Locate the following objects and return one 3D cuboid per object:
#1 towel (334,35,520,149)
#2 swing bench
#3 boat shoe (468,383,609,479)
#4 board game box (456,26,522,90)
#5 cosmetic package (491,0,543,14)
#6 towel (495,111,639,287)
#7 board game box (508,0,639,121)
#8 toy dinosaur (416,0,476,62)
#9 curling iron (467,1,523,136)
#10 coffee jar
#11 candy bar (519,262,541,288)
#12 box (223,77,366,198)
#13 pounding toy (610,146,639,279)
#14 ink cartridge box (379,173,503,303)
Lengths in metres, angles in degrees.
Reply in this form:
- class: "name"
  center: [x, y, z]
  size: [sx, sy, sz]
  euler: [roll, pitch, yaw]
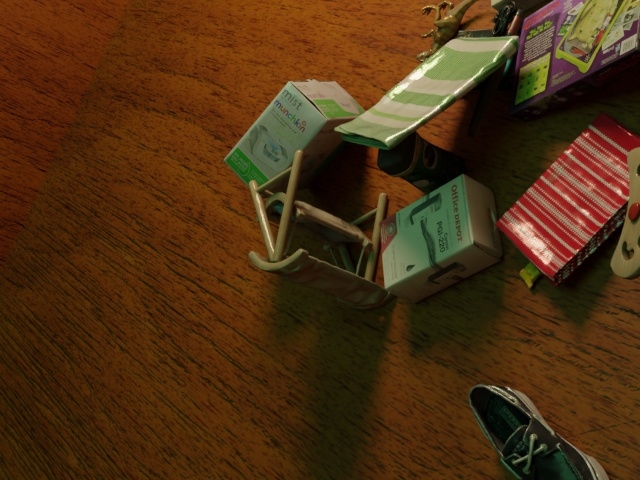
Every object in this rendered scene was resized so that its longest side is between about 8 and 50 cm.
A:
- class: "towel"
  center: [0.197, -0.281, 1.902]
  size: [0.325, 0.038, 0.248]
  euler: [-37, 21, -11]
- class: "swing bench"
  center: [0.000, 0.000, 2.025]
  size: [0.165, 0.253, 0.255]
  euler: [-30, 48, 37]
- class: "boat shoe"
  center: [0.328, 0.323, 1.569]
  size: [0.108, 0.102, 0.301]
  euler: [-53, 38, 15]
- class: "board game box"
  center: [0.326, -0.359, 2.023]
  size: [0.186, 0.026, 0.126]
  euler: [11, 79, 52]
- class: "cosmetic package"
  center: [0.394, -0.482, 1.983]
  size: [0.115, 0.060, 0.041]
  euler: [-22, 54, 40]
- class: "towel"
  center: [0.434, -0.075, 1.704]
  size: [0.275, 0.031, 0.199]
  euler: [-47, 39, 11]
- class: "board game box"
  center: [0.455, -0.352, 1.767]
  size: [0.347, 0.056, 0.208]
  euler: [-23, 55, 63]
- class: "toy dinosaur"
  center: [0.274, -0.463, 2.132]
  size: [0.211, 0.064, 0.112]
  euler: [-52, 56, 31]
- class: "curling iron"
  center: [0.331, -0.325, 1.949]
  size: [0.068, 0.035, 0.274]
  euler: [-1, 72, 65]
- class: "coffee jar"
  center: [0.189, -0.146, 1.935]
  size: [0.079, 0.184, 0.096]
  euler: [-13, 60, 46]
- class: "candy bar"
  center: [0.400, 0.016, 1.726]
  size: [0.161, 0.018, 0.040]
  euler: [-46, 40, 22]
- class: "box"
  center: [-0.048, -0.223, 2.190]
  size: [0.127, 0.262, 0.231]
  euler: [47, 111, 10]
- class: "pounding toy"
  center: [0.539, -0.009, 1.529]
  size: [0.154, 0.155, 0.269]
  euler: [124, 156, -61]
- class: "ink cartridge box"
  center: [0.220, -0.001, 1.895]
  size: [0.218, 0.092, 0.159]
  euler: [-29, 49, 35]
